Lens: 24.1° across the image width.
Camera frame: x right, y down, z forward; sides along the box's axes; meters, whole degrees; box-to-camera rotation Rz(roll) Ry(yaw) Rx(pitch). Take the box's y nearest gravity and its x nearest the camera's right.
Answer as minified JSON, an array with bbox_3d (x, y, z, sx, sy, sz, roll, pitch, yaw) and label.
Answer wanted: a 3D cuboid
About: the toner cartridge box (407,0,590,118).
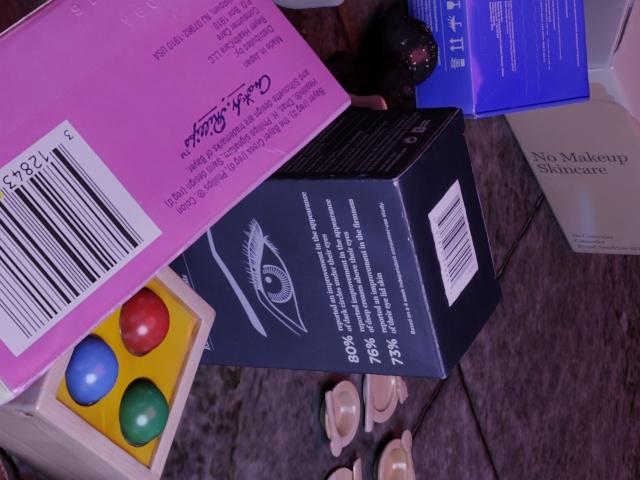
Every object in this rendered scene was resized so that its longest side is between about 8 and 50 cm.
[{"bbox_3d":[0.153,-0.289,1.348,0.165,0.075,0.348,-12,100,-42],"label":"toner cartridge box"}]

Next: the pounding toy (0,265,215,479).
[{"bbox_3d":[-0.150,0.025,0.886,0.206,0.094,0.181,49,50,-48],"label":"pounding toy"}]

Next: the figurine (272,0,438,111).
[{"bbox_3d":[0.032,-0.193,1.203,0.209,0.092,0.215,-52,134,-56],"label":"figurine"}]

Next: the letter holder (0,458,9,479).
[{"bbox_3d":[-0.195,0.257,0.768,0.302,0.152,0.214,-35,118,-53],"label":"letter holder"}]

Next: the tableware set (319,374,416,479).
[{"bbox_3d":[0.039,0.174,1.275,0.169,0.020,0.141,-26,113,-56],"label":"tableware set"}]

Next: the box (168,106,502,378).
[{"bbox_3d":[0.000,0.000,1.024,0.108,0.207,0.153,-48,131,-48],"label":"box"}]

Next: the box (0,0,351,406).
[{"bbox_3d":[-0.141,-0.009,0.700,0.117,0.243,0.213,51,56,-5],"label":"box"}]

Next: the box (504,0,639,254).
[{"bbox_3d":[0.296,-0.122,1.574,0.311,0.148,0.121,53,49,-43],"label":"box"}]
